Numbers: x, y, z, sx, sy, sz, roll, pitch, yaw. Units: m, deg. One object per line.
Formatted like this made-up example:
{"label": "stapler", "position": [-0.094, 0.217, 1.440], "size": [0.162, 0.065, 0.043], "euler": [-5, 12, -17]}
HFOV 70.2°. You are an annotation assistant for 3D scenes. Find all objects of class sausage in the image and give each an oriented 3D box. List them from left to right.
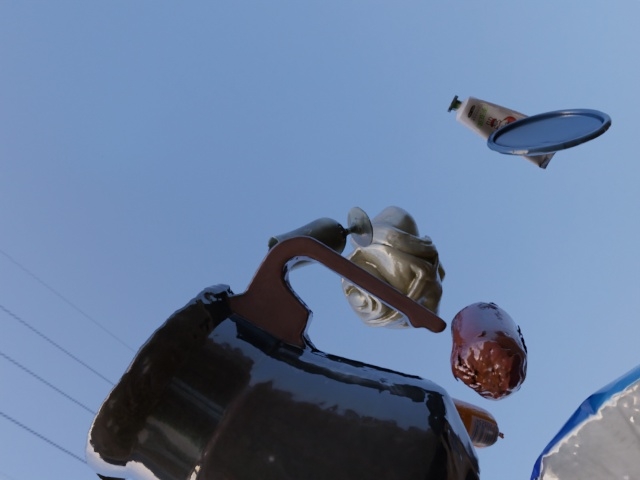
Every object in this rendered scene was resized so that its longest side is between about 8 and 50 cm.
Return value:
{"label": "sausage", "position": [0.201, 0.292, 0.756], "size": [0.234, 0.071, 0.071], "euler": [20, -90, -6]}
{"label": "sausage", "position": [0.175, 0.110, 0.480], "size": [0.076, 0.141, 0.076], "euler": [4, -77, 17]}

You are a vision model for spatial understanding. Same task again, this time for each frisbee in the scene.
{"label": "frisbee", "position": [0.582, -0.268, 1.172], "size": [0.289, 0.289, 0.049], "euler": [-28, -64, -19]}

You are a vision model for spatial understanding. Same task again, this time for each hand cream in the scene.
{"label": "hand cream", "position": [0.535, -0.333, 1.333], "size": [0.335, 0.076, 0.121], "euler": [28, -74, 8]}

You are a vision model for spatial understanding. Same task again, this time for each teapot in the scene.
{"label": "teapot", "position": [-0.027, 0.202, 0.511], "size": [0.361, 0.305, 0.376], "euler": [29, -96, 8]}

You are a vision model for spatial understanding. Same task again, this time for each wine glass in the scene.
{"label": "wine glass", "position": [0.000, 0.000, 1.042], "size": [0.230, 0.103, 0.103], "euler": [-18, -73, -26]}

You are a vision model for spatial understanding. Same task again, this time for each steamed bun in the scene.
{"label": "steamed bun", "position": [0.189, 0.110, 1.352], "size": [0.254, 0.342, 0.368], "euler": [-16, -65, -12]}

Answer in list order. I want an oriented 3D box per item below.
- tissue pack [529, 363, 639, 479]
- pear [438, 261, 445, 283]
{"label": "tissue pack", "position": [0.291, 0.140, 0.329], "size": [0.269, 0.137, 0.209], "euler": [2, -48, -46]}
{"label": "pear", "position": [0.365, 0.120, 1.721], "size": [0.199, 0.200, 0.200], "euler": [-5, -79, -25]}
